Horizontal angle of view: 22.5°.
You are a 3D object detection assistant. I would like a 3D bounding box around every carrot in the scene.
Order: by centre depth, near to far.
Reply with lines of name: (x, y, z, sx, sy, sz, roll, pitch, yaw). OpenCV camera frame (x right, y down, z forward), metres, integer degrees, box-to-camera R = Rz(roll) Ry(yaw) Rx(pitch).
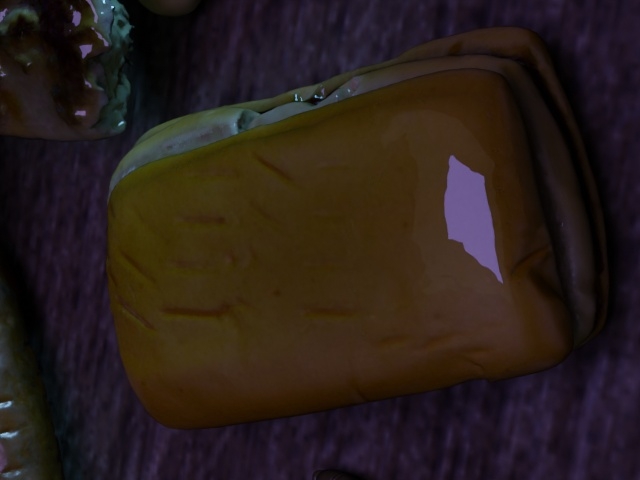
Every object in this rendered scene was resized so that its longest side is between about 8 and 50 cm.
carrot: (-0.124, 0.098, 0.665, 0.057, 0.057, 0.224, -20, 76, 34)

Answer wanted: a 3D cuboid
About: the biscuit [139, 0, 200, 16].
biscuit: (-0.003, -0.205, 0.581, 0.249, 0.030, 0.160, -29, 75, 32)

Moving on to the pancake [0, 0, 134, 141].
pancake: (-0.150, -0.176, 0.662, 0.266, 0.057, 0.245, 20, 105, 37)

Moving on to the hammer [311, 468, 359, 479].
hammer: (0.001, 0.145, 0.599, 0.029, 0.014, 0.123, 17, 103, 43)

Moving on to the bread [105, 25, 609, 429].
bread: (0.000, 0.000, 0.562, 0.200, 0.077, 0.116, -13, 92, 36)
